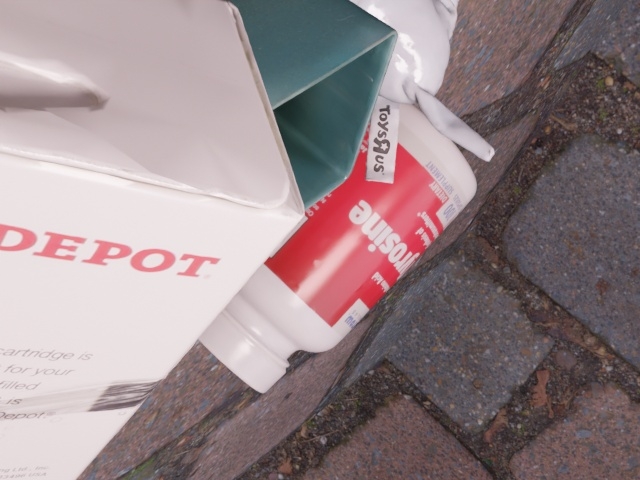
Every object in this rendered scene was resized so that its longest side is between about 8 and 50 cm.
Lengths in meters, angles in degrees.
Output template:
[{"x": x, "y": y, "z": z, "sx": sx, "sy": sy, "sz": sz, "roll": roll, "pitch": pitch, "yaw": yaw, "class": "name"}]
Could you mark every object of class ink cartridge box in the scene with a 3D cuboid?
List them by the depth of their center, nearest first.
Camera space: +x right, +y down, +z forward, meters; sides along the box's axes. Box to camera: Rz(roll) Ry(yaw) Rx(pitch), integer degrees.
[{"x": -0.238, "y": 0.021, "z": 0.474, "sx": 0.285, "sy": 0.166, "sz": 0.395, "roll": 11, "pitch": 136, "yaw": -36, "class": "ink cartridge box"}]

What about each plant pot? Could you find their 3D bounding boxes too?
[{"x": -0.097, "y": -0.131, "z": 0.654, "sx": 0.165, "sy": 0.234, "sz": 0.165, "roll": -37, "pitch": 160, "yaw": -31, "class": "plant pot"}]

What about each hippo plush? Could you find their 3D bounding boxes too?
[{"x": -0.005, "y": -0.222, "z": 0.767, "sx": 0.234, "sy": 0.294, "sz": 0.236, "roll": -10, "pitch": 158, "yaw": 37, "class": "hippo plush"}]

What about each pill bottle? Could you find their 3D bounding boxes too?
[{"x": 0.000, "y": 0.000, "z": 1.199, "sx": 0.408, "sy": 0.229, "sz": 0.229, "roll": -47, "pitch": 163, "yaw": -3, "class": "pill bottle"}]
